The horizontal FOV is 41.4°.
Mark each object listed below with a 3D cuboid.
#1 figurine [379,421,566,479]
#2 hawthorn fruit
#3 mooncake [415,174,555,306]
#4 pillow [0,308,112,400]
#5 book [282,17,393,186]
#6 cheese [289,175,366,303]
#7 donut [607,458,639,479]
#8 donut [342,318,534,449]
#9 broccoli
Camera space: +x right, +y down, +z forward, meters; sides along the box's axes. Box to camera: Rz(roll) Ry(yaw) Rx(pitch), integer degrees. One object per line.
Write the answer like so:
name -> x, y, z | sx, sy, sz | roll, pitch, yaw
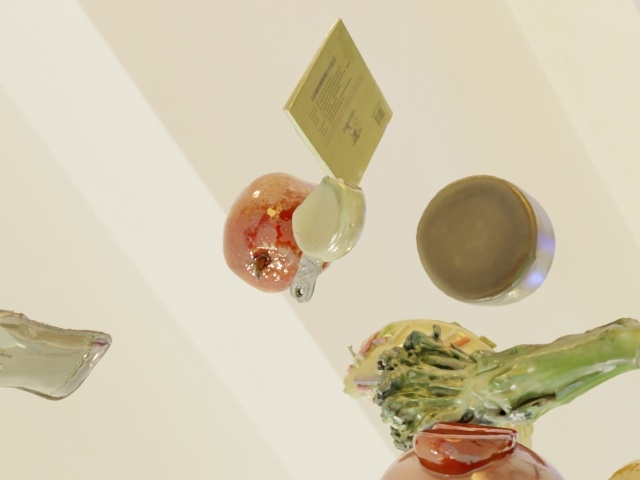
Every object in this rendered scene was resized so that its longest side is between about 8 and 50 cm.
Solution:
figurine -> 0.117, 0.229, 0.652 | 0.173, 0.173, 0.173 | 7, -102, -36
hawthorn fruit -> -0.068, 0.002, 1.322 | 0.196, 0.197, 0.225 | 57, -152, -15
mooncake -> 0.357, 0.004, 1.817 | 0.156, 0.285, 0.284 | 10, -104, -52
pillow -> -0.380, 0.154, 1.113 | 0.130, 0.038, 0.233 | -48, -32, 10
book -> 0.032, -0.177, 1.166 | 0.192, 0.013, 0.168 | 53, -124, -44
cheese -> -0.003, -0.005, 1.060 | 0.048, 0.171, 0.092 | 2, -136, -44
donut -> 0.398, 0.368, 0.979 | 0.278, 0.109, 0.277 | -3, -85, -44
donut -> 0.218, 0.309, 1.515 | 0.371, 0.307, 0.150 | 56, -141, 2
broccoli -> 0.208, 0.142, 0.902 | 0.165, 0.304, 0.145 | -26, -85, -58
